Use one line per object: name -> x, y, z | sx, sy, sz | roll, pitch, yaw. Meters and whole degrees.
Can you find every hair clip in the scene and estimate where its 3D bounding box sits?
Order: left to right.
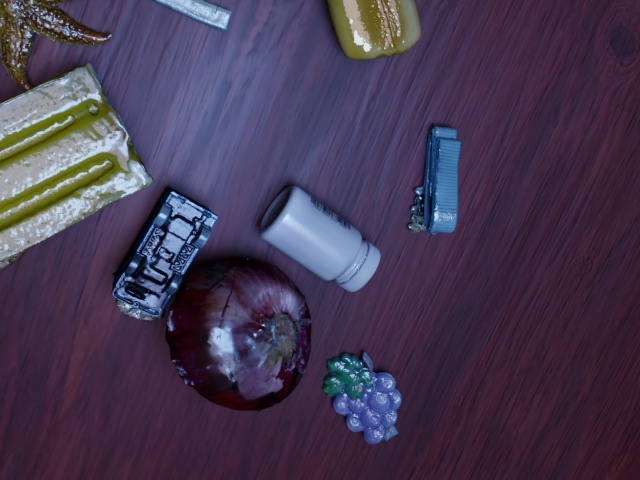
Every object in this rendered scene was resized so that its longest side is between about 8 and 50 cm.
hair clip -> 0.082, 0.282, 1.280 | 0.124, 0.052, 0.195 | -35, 103, 5

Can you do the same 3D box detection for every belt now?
belt -> 0.198, -0.100, 1.184 | 0.065, 0.100, 0.179 | 5, 89, -13

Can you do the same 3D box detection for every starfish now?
starfish -> -0.411, -0.330, 0.990 | 0.228, 0.043, 0.240 | 3, 108, -12

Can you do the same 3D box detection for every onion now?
onion -> -0.135, 0.150, 1.112 | 0.252, 0.219, 0.252 | 19, 63, -42

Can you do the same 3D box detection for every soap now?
soap -> -0.424, -0.097, 0.999 | 0.315, 0.091, 0.199 | -31, 106, -13

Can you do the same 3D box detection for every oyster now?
oyster -> -0.293, 0.108, 1.153 | 0.083, 0.019, 0.054 | 29, 116, -11

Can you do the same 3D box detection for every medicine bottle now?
medicine bottle -> 0.000, 0.000, 1.144 | 0.187, 0.103, 0.102 | 34, 96, -20

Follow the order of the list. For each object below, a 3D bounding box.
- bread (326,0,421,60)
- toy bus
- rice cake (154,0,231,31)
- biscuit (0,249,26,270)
bread -> 0.072, -0.362, 1.064 | 0.134, 0.085, 0.173 | -20, 108, -10
toy bus -> -0.245, 0.015, 1.092 | 0.090, 0.106, 0.184 | 31, 92, -22
rice cake -> -0.213, -0.356, 1.032 | 0.171, 0.029, 0.033 | 21, 96, -17
biscuit -> -0.556, -0.029, 1.042 | 0.302, 0.043, 0.278 | 4, 101, -17
